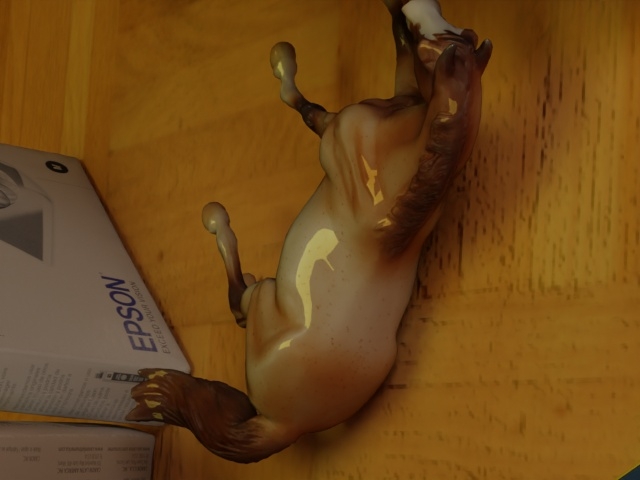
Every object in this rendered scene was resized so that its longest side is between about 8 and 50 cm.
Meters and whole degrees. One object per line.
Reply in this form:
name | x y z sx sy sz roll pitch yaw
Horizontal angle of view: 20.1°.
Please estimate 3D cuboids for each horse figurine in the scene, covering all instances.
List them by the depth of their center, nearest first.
horse figurine | 0.000 0.000 0.769 0.263 0.066 0.174 -65 29 22

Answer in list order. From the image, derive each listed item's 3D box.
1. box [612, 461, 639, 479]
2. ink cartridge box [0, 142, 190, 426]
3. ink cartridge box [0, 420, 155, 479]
box | 0.141 0.074 0.518 0.169 0.059 0.054 -47 43 44
ink cartridge box | -0.205 0.008 0.953 0.223 0.224 0.045 55 129 48
ink cartridge box | -0.148 0.200 0.865 0.056 0.181 0.225 6 86 21
